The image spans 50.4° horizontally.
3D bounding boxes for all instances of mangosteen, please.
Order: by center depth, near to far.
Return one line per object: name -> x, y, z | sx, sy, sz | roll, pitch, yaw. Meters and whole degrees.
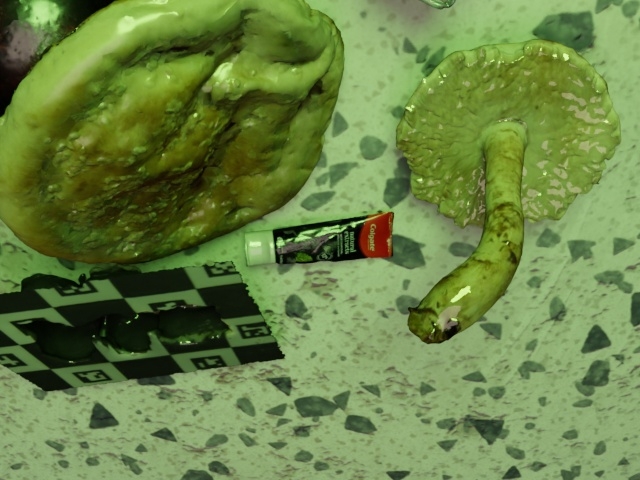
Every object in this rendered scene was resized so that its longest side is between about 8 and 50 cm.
mangosteen -> -0.261, -0.195, 0.649 | 0.209, 0.210, 0.210 | 0, 124, 0

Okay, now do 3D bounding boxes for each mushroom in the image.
mushroom -> 0.203, -0.042, 0.710 | 0.232, 0.302, 0.208 | -15, 157, 25

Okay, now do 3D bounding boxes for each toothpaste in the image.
toothpaste -> 0.000, 0.000, 0.871 | 0.193, 0.045, 0.071 | -4, 124, -5

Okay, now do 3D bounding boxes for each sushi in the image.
sushi -> -0.255, 0.080, 0.886 | 0.372, 0.100, 0.296 | -9, 148, 6

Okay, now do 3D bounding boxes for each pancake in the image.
pancake -> -0.136, -0.095, 0.684 | 0.386, 0.082, 0.387 | -26, 157, -12

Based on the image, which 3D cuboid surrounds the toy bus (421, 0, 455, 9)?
toy bus -> 0.152, -0.365, 0.573 | 0.112, 0.138, 0.317 | 29, 120, -13
